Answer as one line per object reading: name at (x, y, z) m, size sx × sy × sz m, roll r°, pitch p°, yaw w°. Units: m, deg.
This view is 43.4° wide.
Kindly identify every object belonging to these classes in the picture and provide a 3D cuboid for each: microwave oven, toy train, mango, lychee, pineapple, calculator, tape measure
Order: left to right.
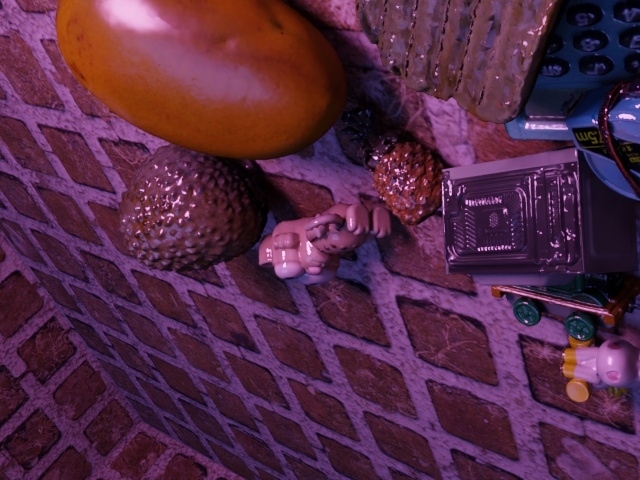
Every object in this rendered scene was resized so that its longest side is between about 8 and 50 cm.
lychee at (-0.226, -0.055, 1.448) m, size 0.255 × 0.274 × 0.255 m, roll 44°, pitch 173°, yaw 6°
mango at (-0.166, -0.261, 1.134) m, size 0.445 × 0.232 × 0.300 m, roll 22°, pitch 142°, yaw 15°
pineapple at (0.101, -0.115, 1.144) m, size 0.198 × 0.108 × 0.108 m, roll 49°, pitch 151°, yaw 4°
microwave oven at (0.260, -0.026, 0.981) m, size 0.208 × 0.122 × 0.162 m, roll -4°, pitch 86°, yaw 52°
toy train at (0.330, 0.051, 1.102) m, size 0.227 × 0.091 × 0.136 m, roll 12°, pitch 129°, yaw 42°
calculator at (0.275, -0.214, 0.840) m, size 0.248 × 0.058 × 0.274 m, roll 8°, pitch 136°, yaw 43°
tape measure at (0.326, -0.098, 0.802) m, size 0.125 × 0.081 × 0.146 m, roll 1°, pitch 137°, yaw 54°

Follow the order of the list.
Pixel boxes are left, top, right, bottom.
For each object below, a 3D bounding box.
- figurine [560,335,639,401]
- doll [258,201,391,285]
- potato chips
figurine at (0.439, 0.182, 1.165) m, size 0.129 × 0.109 × 0.178 m, roll 22°, pitch 156°, yaw -20°
doll at (0.002, 0.000, 1.376) m, size 0.154 × 0.119 × 0.278 m, roll 4°, pitch 163°, yaw -26°
potato chips at (0.115, -0.324, 0.800) m, size 0.358 × 0.070 × 0.429 m, roll 42°, pitch 147°, yaw 37°
